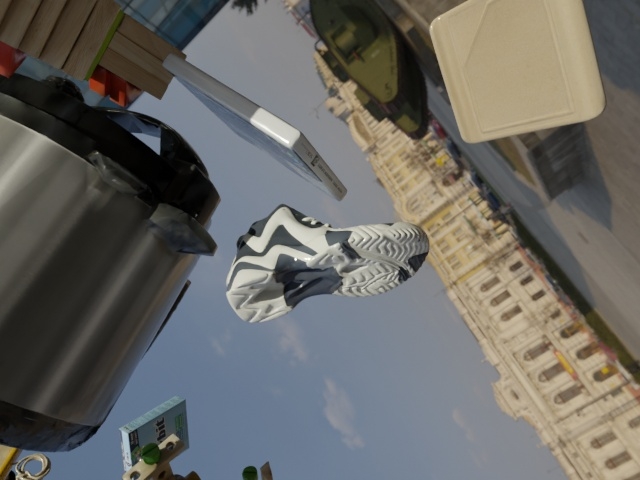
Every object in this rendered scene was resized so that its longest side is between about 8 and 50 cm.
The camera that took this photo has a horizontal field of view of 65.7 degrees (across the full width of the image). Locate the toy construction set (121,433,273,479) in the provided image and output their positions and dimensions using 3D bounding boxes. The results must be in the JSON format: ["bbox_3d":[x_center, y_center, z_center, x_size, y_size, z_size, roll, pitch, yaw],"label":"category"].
[{"bbox_3d":[-0.249,0.509,1.001,0.257,0.308,0.237,-136,37,-58],"label":"toy construction set"}]

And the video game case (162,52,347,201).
[{"bbox_3d":[-0.067,-0.124,0.566,0.190,0.022,0.173,36,180,22],"label":"video game case"}]

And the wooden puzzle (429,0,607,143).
[{"bbox_3d":[0.292,-0.272,0.755,0.238,0.044,0.221,-1,113,57],"label":"wooden puzzle"}]

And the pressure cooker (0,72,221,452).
[{"bbox_3d":[-0.345,0.001,0.630,0.370,0.420,0.375,31,158,-15],"label":"pressure cooker"}]

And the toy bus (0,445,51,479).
[{"bbox_3d":[-0.523,0.338,0.731,0.191,0.104,0.202,-19,-133,-38],"label":"toy bus"}]

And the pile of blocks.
[{"bbox_3d":[-0.278,-0.211,0.464,0.149,0.113,0.362,32,-174,12],"label":"pile of blocks"}]

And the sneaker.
[{"bbox_3d":[0.000,0.000,0.600,0.153,0.235,0.094,-106,-6,-51],"label":"sneaker"}]

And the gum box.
[{"bbox_3d":[-0.435,0.527,1.316,0.184,0.041,0.157,-19,-66,-53],"label":"gum box"}]
